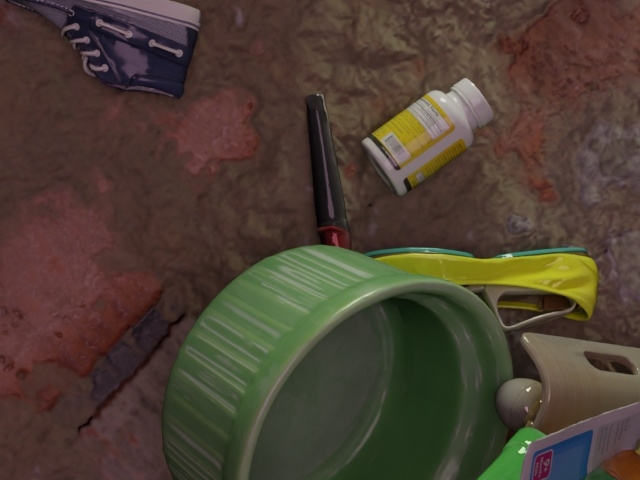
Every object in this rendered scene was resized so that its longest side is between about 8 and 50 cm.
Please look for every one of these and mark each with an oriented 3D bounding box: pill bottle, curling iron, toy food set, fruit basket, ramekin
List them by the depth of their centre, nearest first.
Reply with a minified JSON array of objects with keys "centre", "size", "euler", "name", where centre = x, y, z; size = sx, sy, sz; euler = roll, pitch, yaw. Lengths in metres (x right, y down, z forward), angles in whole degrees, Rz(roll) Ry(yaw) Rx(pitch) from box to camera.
[{"centre":[0.243,0.273,1.537],"size":[0.353,0.165,0.327],"euler":[-8,122,-42],"name":"fruit basket"},{"centre":[0.009,0.151,1.610],"size":[0.303,0.148,0.303],"euler":[-18,120,-34],"name":"ramekin"},{"centre":[0.189,0.231,1.650],"size":[0.220,0.092,0.306],"euler":[10,110,-46],"name":"toy food set"},{"centre":[0.101,-0.098,1.720],"size":[0.116,0.065,0.065],"euler":[-35,93,-4],"name":"pill bottle"},{"centre":[0.000,0.000,1.727],"size":[0.068,0.035,0.274],"euler":[-1,91,-5],"name":"curling iron"}]

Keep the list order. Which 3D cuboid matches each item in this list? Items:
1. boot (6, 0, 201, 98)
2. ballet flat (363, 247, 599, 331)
[{"centre":[-0.207,-0.188,1.689],"size":[0.190,0.069,0.086],"euler":[12,87,-7],"name":"boot"},{"centre":[0.148,0.048,1.716],"size":[0.231,0.077,0.077],"euler":[0,69,-8],"name":"ballet flat"}]
